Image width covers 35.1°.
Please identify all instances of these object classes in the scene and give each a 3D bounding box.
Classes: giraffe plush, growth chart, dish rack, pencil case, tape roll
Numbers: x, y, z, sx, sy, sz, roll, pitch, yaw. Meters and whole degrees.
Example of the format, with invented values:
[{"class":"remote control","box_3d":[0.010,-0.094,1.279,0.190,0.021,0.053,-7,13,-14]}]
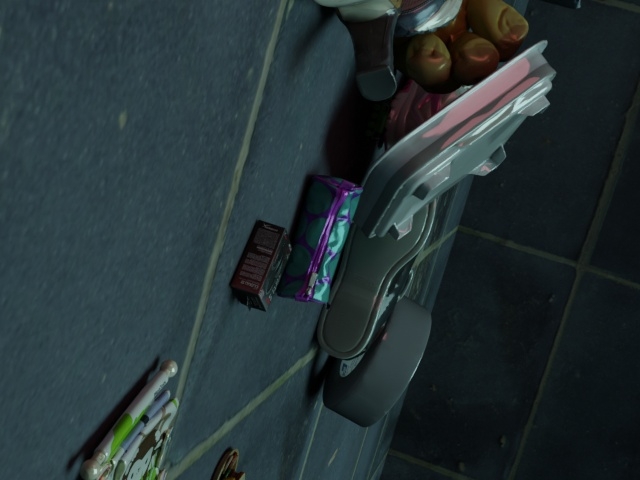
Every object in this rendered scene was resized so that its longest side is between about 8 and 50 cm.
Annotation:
[{"class":"giraffe plush","box_3d":[0.144,-0.257,1.300,0.170,0.182,0.210,107,-28,-63]},{"class":"growth chart","box_3d":[-0.162,0.214,0.872,0.172,0.021,0.237,-58,163,-52]},{"class":"dish rack","box_3d":[0.171,-0.109,1.324,0.286,0.072,0.333,-35,171,-13]},{"class":"pencil case","box_3d":[0.000,0.000,1.173,0.070,0.065,0.151,-144,-110,-76]},{"class":"tape roll","box_3d":[0.089,0.187,1.632,0.219,0.072,0.219,-57,-170,16]}]

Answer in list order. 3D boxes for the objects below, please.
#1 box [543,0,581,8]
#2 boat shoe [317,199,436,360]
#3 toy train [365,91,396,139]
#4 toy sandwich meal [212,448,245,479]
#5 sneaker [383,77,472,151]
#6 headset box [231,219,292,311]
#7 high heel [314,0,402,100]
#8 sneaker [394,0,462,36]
[{"class":"box","box_3d":[0.363,-0.606,1.557,0.293,0.212,0.395,29,79,-78]},{"class":"boat shoe","box_3d":[0.084,0.036,1.526,0.302,0.114,0.091,-60,167,1]},{"class":"toy train","box_3d":[0.083,-0.176,1.387,0.017,0.024,0.083,11,97,-78]},{"class":"toy sandwich meal","box_3d":[-0.107,0.290,1.204,0.085,0.029,0.085,18,90,-78]},{"class":"sneaker","box_3d":[0.183,-0.233,1.539,0.103,0.111,0.252,73,37,-70]},{"class":"headset box","box_3d":[-0.060,0.030,1.026,0.062,0.032,0.083,77,32,-68]},{"class":"high heel","box_3d":[0.029,-0.282,0.932,0.261,0.093,0.186,77,9,-46]},{"class":"sneaker","box_3d":[0.114,-0.347,1.154,0.122,0.110,0.283,67,37,-46]}]
